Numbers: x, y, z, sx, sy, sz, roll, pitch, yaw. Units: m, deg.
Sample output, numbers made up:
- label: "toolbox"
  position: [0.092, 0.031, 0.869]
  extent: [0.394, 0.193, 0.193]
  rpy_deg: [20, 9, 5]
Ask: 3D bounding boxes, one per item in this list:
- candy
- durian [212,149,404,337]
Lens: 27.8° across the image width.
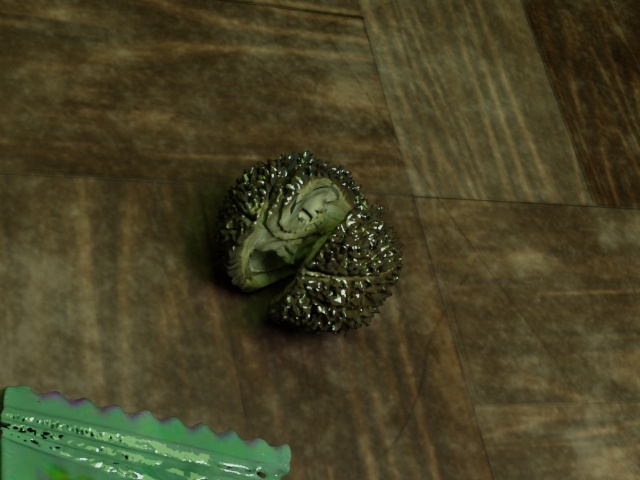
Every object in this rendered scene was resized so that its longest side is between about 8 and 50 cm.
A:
- label: "candy"
  position: [-0.138, 0.273, 0.968]
  extent: [0.263, 0.172, 0.397]
  rpy_deg: [22, 39, -19]
- label: "durian"
  position: [0.000, 0.000, 1.224]
  extent: [0.196, 0.167, 0.196]
  rpy_deg: [29, 41, -28]
